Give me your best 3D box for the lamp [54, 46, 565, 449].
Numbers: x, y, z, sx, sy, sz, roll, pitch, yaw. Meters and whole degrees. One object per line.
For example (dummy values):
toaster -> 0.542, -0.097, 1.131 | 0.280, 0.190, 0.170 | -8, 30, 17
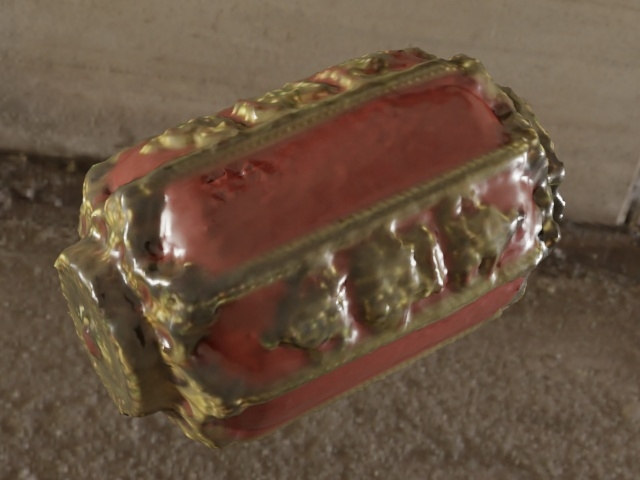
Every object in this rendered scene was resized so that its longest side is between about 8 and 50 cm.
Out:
lamp -> 0.000, 0.000, 0.609 | 0.273, 0.177, 0.177 | -22, 42, -21
